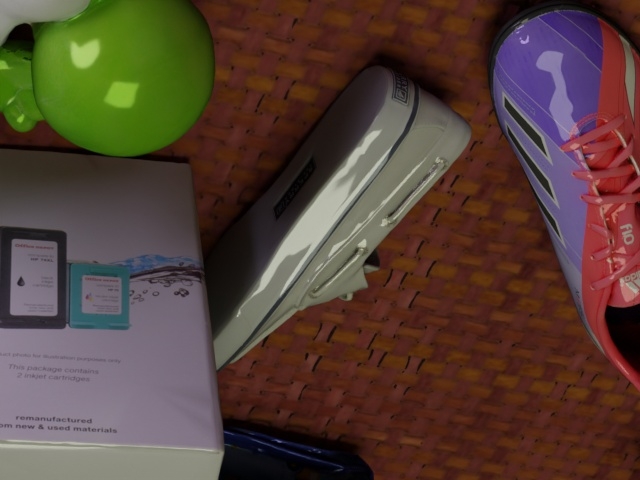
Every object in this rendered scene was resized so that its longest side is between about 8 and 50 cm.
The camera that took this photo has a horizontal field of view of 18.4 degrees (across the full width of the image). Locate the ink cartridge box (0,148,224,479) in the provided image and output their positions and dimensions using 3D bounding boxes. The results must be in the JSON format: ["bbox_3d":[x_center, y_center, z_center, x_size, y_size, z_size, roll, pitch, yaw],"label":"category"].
[{"bbox_3d":[-0.180,0.099,1.277,0.197,0.270,0.198,4,130,-12],"label":"ink cartridge box"}]

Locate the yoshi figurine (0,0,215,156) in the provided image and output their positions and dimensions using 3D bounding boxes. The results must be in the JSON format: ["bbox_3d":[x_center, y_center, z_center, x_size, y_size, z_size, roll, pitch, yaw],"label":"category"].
[{"bbox_3d":[-0.215,-0.103,1.156,0.362,0.203,0.203,-16,139,1],"label":"yoshi figurine"}]

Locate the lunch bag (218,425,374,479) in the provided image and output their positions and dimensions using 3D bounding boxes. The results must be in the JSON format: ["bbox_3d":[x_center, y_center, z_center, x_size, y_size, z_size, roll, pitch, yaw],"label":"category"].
[{"bbox_3d":[-0.106,0.246,1.526,0.293,0.138,0.221,9,127,-28],"label":"lunch bag"}]

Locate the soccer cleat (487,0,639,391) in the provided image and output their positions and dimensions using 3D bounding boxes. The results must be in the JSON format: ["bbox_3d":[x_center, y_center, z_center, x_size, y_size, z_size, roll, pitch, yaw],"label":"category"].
[{"bbox_3d":[0.197,-0.024,1.341,0.109,0.116,0.318,-19,132,6],"label":"soccer cleat"}]

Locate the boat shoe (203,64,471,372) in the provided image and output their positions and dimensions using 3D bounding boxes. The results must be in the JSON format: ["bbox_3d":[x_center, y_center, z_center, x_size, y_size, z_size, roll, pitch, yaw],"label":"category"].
[{"bbox_3d":[0.000,0.000,1.347,0.088,0.096,0.267,27,113,-24],"label":"boat shoe"}]
